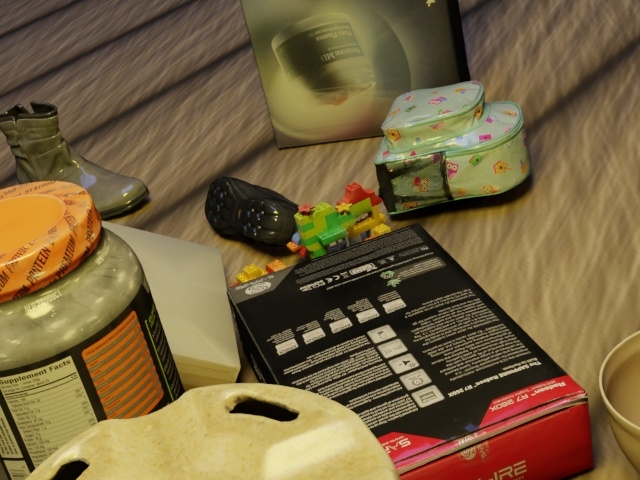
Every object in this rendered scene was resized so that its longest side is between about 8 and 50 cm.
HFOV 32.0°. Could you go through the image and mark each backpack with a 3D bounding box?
[{"bbox_3d":[0.171,-0.121,1.417,0.188,0.144,0.166,-1,25,16],"label":"backpack"}]

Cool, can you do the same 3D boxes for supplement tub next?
[{"bbox_3d":[-0.222,0.121,0.959,0.194,0.316,0.193,-10,28,6],"label":"supplement tub"}]

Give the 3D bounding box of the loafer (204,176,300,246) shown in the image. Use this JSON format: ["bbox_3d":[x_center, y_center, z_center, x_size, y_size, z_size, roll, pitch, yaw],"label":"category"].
[{"bbox_3d":[-0.084,-0.033,1.452,0.078,0.076,0.223,13,5,-32],"label":"loafer"}]

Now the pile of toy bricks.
[{"bbox_3d":[0.000,0.000,1.305,0.212,0.105,0.118,-26,31,-21],"label":"pile of toy bricks"}]

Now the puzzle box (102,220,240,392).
[{"bbox_3d":[-0.297,0.043,1.201,0.409,0.052,0.272,14,24,-16],"label":"puzzle box"}]

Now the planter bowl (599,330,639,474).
[{"bbox_3d":[0.310,0.150,0.893,0.162,0.109,0.162,-11,29,6],"label":"planter bowl"}]

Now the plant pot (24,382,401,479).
[{"bbox_3d":[-0.041,0.265,0.631,0.334,0.305,0.334,-11,28,6],"label":"plant pot"}]

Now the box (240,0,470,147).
[{"bbox_3d":[0.057,-0.315,1.654,0.296,0.294,0.182,-6,31,14],"label":"box"}]

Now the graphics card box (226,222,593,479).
[{"bbox_3d":[0.066,0.123,1.066,0.233,0.094,0.371,-20,30,-11],"label":"graphics card box"}]

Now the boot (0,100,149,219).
[{"bbox_3d":[-0.373,-0.120,1.627,0.247,0.161,0.083,6,34,32],"label":"boot"}]
